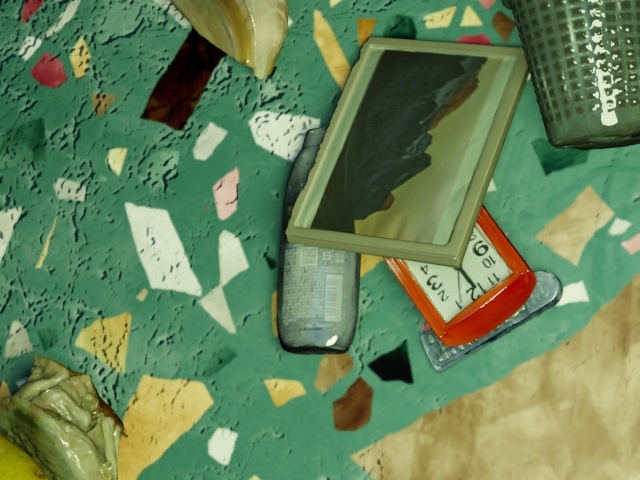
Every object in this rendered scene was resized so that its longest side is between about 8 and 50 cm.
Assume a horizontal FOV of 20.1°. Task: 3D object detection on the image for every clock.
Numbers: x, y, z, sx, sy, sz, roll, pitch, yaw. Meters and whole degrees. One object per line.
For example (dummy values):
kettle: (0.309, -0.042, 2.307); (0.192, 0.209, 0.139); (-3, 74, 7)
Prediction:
clock: (0.133, 0.021, 1.789); (0.113, 0.061, 0.155); (-37, 56, 6)

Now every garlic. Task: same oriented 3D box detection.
garlic: (-0.104, -0.270, 1.967); (0.195, 0.087, 0.101); (41, 107, 23)

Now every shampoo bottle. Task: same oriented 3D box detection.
shampoo bottle: (0.000, 0.000, 1.870); (0.087, 0.049, 0.234); (-3, 76, 21)

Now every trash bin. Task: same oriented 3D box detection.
trash bin: (0.269, -0.171, 1.742); (0.175, 0.175, 0.161); (-8, 84, 21)

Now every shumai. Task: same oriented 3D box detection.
shumai: (-0.263, 0.219, 1.900); (0.201, 0.201, 0.120); (35, 52, 26)

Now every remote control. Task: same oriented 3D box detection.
remote control: (0.172, 0.078, 1.791); (0.152, 0.027, 0.043); (-30, 71, 15)

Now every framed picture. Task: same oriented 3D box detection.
framed picture: (0.090, -0.095, 1.822); (0.192, 0.018, 0.265); (7, 58, 25)

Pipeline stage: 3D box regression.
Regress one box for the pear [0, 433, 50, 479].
pear: (-0.415, 0.359, 1.828); (0.340, 0.191, 0.386); (-44, 70, 30)
